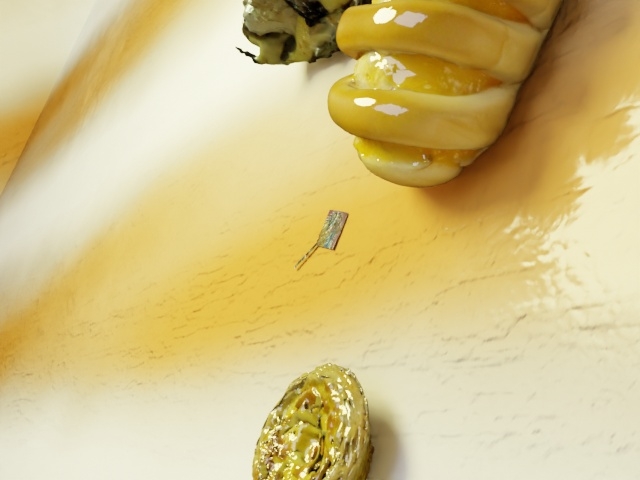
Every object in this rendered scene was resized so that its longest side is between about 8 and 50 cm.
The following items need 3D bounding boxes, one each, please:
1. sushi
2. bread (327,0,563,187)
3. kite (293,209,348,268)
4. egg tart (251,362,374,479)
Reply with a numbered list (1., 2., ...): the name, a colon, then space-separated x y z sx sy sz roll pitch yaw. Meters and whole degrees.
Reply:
1. sushi: 0.008 -0.264 0.809 0.291 0.131 0.139 -19 53 67
2. bread: 0.098 -0.191 0.599 0.173 0.121 0.311 26 94 62
3. kite: 0.002 0.003 0.752 0.078 0.002 0.044 -58 29 14
4. egg tart: 0.001 0.150 0.597 0.129 0.049 0.128 -41 32 34
